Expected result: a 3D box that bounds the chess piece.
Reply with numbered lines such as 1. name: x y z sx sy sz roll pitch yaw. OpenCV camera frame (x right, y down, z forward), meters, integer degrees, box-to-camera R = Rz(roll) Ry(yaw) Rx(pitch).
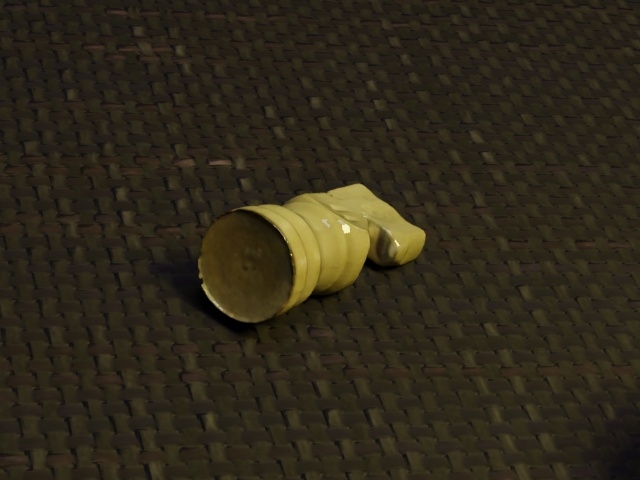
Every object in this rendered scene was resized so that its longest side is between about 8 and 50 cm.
1. chess piece: 0.000 0.000 1.460 0.090 0.090 0.200 33 28 24
